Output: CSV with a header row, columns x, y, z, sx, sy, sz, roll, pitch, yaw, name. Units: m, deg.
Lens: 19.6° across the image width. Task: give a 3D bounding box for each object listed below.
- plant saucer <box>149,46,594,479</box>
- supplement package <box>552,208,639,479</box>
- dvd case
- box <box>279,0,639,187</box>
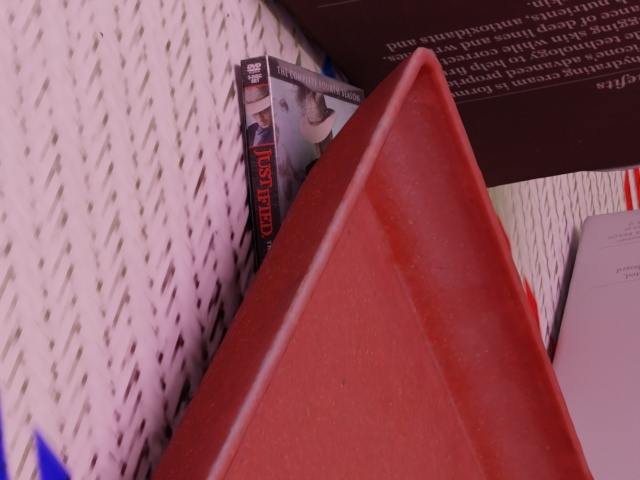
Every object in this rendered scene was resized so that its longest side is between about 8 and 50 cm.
x,y,z,sx,sy,sz,roll,pitch,yaw,name
0.020,0.114,0.592,0.258,0.047,0.259,66,32,-33,plant saucer
0.207,0.130,0.876,0.293,0.175,0.177,-68,144,-50,supplement package
0.000,0.000,0.651,0.087,0.013,0.119,11,72,-66,dvd case
0.088,-0.143,0.706,0.203,0.168,0.167,43,43,-56,box
